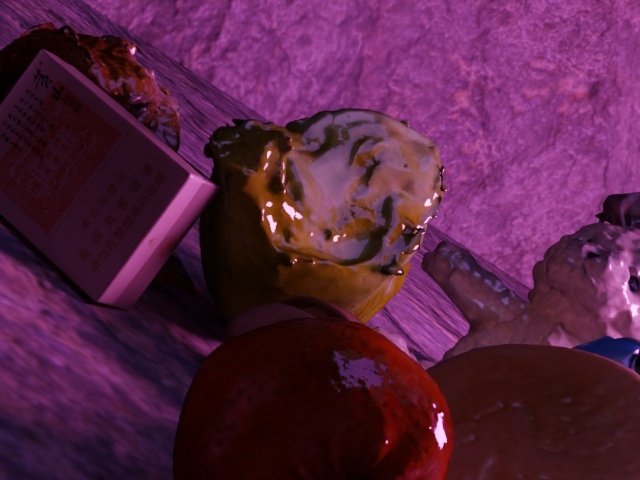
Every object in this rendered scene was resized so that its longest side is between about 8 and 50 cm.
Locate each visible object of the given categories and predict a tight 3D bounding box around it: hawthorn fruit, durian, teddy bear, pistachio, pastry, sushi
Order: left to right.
[{"bbox_3d":[-0.234,-0.131,1.451,0.296,0.167,0.179,18,8,42],"label":"sushi"},{"bbox_3d":[-0.010,0.128,0.891,0.179,0.179,0.200,32,6,-16],"label":"hawthorn fruit"},{"bbox_3d":[-0.010,0.112,1.165,0.124,0.124,0.185,27,4,-41],"label":"pistachio"},{"bbox_3d":[0.000,0.000,1.354,0.204,0.256,0.339,59,-25,22],"label":"durian"},{"bbox_3d":[0.148,0.185,1.016,0.265,0.133,0.265,3,33,-2],"label":"pastry"},{"bbox_3d":[0.252,0.071,1.510,0.327,0.362,0.375,42,10,38],"label":"teddy bear"}]

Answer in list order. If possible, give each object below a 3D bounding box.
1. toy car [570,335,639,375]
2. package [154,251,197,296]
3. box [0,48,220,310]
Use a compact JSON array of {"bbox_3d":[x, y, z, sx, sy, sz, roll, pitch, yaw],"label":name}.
[{"bbox_3d":[0.247,0.213,1.264,0.190,0.255,0.188,-4,-17,-15],"label":"toy car"},{"bbox_3d":[-0.181,0.002,1.345,0.108,0.031,0.121,25,15,-50],"label":"package"},{"bbox_3d":[-0.203,-0.053,1.209,0.201,0.141,0.058,41,6,25],"label":"box"}]
